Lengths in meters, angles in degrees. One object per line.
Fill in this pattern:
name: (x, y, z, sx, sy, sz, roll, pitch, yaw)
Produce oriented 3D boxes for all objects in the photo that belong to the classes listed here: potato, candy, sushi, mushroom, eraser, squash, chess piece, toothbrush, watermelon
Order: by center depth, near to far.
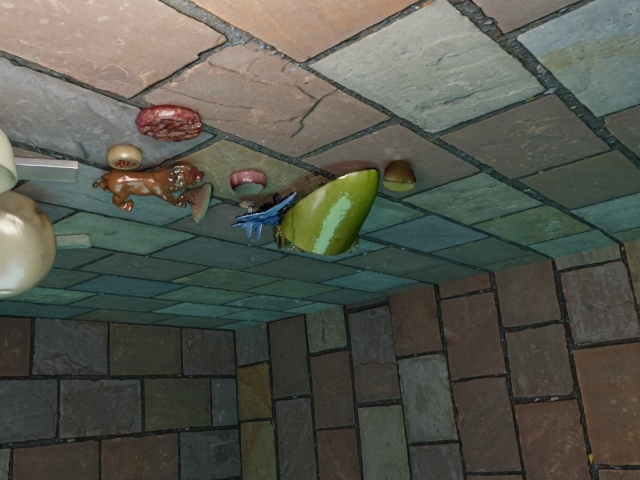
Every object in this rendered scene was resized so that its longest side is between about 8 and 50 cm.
chess piece: (-0.479, -0.203, 1.581, 0.084, 0.038, 0.083, -3, 164, -1)
eraser: (-0.693, -0.177, 1.631, 0.151, 0.023, 0.104, 2, 163, -23)
mushroom: (-0.914, 0.018, 1.775, 0.356, 0.314, 0.315, -14, 162, 31)
candy: (-0.201, -0.163, 1.808, 0.103, 0.043, 0.103, -5, 164, -1)
potato: (0.222, -0.182, 1.844, 0.096, 0.066, 0.103, 10, 168, -3)
watermelon: (-0.352, -0.113, 1.890, 0.155, 0.101, 0.080, -29, 142, 35)
squash: (0.043, -0.125, 1.910, 0.234, 0.210, 0.308, -10, 135, -34)
toothbrush: (-0.155, -0.093, 2.106, 0.028, 0.026, 0.294, -32, 152, 28)
sushi: (-0.017, -0.026, 2.163, 0.291, 0.131, 0.139, -11, 139, -16)

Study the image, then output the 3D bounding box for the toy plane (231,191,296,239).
toy plane: (-0.160, -0.092, 1.990, 0.169, 0.078, 0.246, 7, 141, -46)

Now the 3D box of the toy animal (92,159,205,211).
toy animal: (-0.458, -0.155, 1.699, 0.313, 0.097, 0.157, -1, 152, -6)

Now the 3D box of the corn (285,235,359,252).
corn: (0.000, 0.000, 2.371, 0.290, 0.098, 0.098, 2, 163, -10)

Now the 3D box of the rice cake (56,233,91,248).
rice cake: (-0.902, 0.009, 2.185, 0.246, 0.045, 0.042, -3, 162, -6)

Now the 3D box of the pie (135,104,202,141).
pie: (-0.334, -0.258, 1.438, 0.155, 0.036, 0.154, -5, 166, -1)

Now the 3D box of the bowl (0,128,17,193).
bowl: (-0.767, -0.194, 1.322, 0.277, 0.145, 0.277, -4, 163, -1)
